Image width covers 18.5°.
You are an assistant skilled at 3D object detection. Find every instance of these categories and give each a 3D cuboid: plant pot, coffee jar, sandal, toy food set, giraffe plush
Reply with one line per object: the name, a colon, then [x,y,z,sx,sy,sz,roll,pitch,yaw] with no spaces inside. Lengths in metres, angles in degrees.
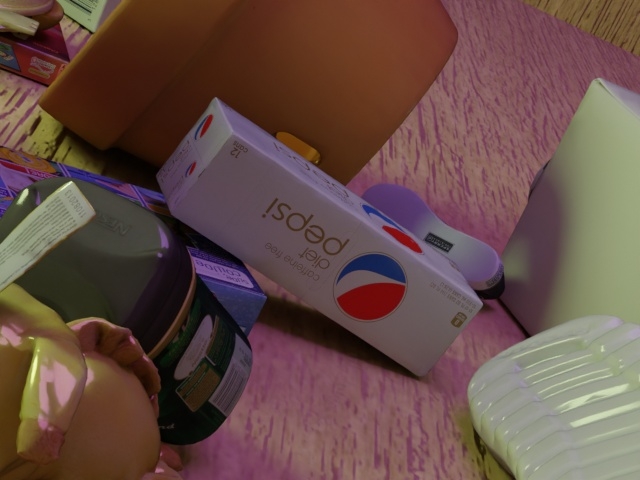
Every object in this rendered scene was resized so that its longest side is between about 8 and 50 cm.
plant pot: [-0.037,-0.145,1.443,0.203,0.291,0.291,40,15,-9]
coffee jar: [-0.098,0.037,0.967,0.096,0.079,0.184,25,-14,18]
sandal: [0.194,0.154,1.118,0.416,0.169,0.102,-104,168,-69]
toy food set: [-0.267,-0.194,1.541,0.132,0.038,0.192,17,23,-5]
giraffe plush: [-0.141,0.072,0.807,0.170,0.210,0.181,45,23,-57]

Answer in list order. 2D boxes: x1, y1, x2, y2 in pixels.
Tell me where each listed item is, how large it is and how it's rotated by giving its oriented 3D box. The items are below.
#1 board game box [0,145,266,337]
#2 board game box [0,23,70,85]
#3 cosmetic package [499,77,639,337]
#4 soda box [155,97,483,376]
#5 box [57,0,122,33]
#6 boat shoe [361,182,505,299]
board game box: [-0.146,-0.005,1.228,0.201,0.035,0.136,17,19,-28]
board game box: [-0.337,-0.201,1.556,0.281,0.027,0.145,20,19,-20]
cosmetic package: [0.282,0.048,1.426,0.155,0.197,0.365,19,19,-24]
soda box: [0.000,0.000,1.289,0.216,0.069,0.074,33,12,-23]
box: [-0.165,-0.255,1.801,0.072,0.126,0.137,34,18,30]
boat shoe: [0.087,0.004,1.541,0.142,0.049,0.040,35,-15,33]
